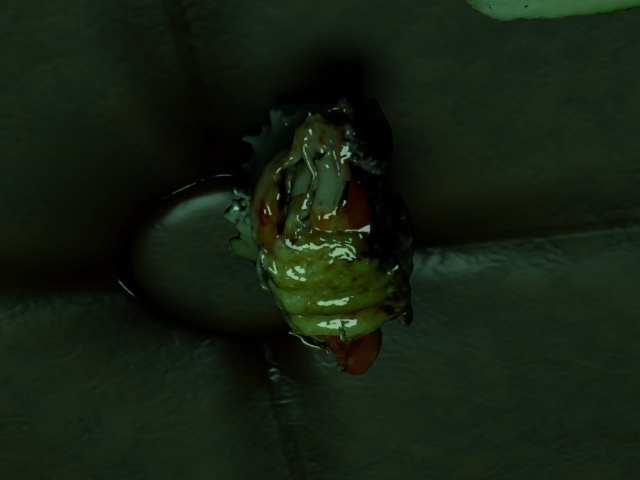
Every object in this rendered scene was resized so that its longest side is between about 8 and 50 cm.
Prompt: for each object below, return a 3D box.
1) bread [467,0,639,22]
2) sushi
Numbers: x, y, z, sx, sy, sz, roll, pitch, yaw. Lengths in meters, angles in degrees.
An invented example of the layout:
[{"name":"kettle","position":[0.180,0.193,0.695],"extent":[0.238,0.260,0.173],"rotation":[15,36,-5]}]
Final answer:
[{"name":"bread","position":[0.110,-0.217,0.785],"extent":[0.366,0.129,0.382],"rotation":[-12,160,-4]},{"name":"sushi","position":[-0.003,-0.002,1.136],"extent":[0.097,0.103,0.226],"rotation":[-24,138,-14]}]
